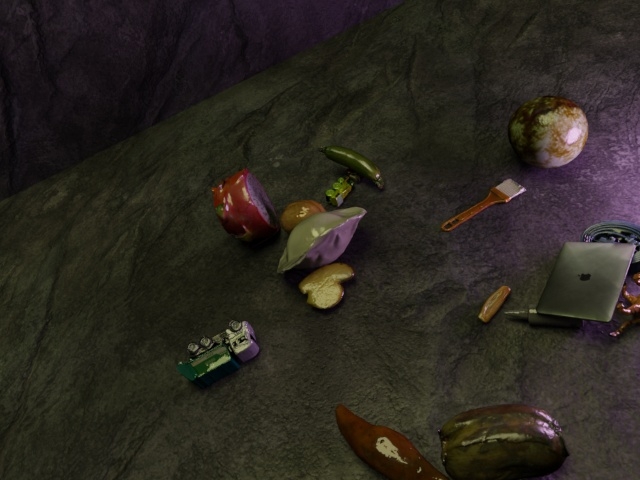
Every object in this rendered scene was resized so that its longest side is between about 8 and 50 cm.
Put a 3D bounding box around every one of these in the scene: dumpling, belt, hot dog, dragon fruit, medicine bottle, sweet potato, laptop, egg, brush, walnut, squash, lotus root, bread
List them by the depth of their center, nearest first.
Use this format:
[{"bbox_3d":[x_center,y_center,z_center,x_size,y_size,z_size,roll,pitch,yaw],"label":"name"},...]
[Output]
[{"bbox_3d":[0.407,0.456,1.234,0.274,0.160,0.152,-10,20,15],"label":"lotus root"},{"bbox_3d":[0.155,0.509,1.335,0.359,0.112,0.112,19,57,35],"label":"sweet potato"},{"bbox_3d":[0.701,0.102,1.454,0.187,0.015,0.269,4,48,44],"label":"laptop"},{"bbox_3d":[0.599,0.200,1.479,0.199,0.058,0.058,-1,47,26],"label":"medicine bottle"},{"bbox_3d":[0.826,0.020,1.534,0.190,0.082,0.141,20,68,44],"label":"belt"},{"bbox_3d":[0.493,0.180,1.569,0.044,0.028,0.137,36,69,17],"label":"hot dog"},{"bbox_3d":[0.033,0.154,1.795,0.187,0.065,0.149,-29,52,-10],"label":"bread"},{"bbox_3d":[0.003,-0.001,1.832,0.340,0.182,0.260,-12,5,-2],"label":"dumpling"},{"bbox_3d":[0.756,-0.371,1.856,0.238,0.238,0.289,-27,34,-2],"label":"egg"},{"bbox_3d":[0.541,-0.113,1.860,0.314,0.017,0.090,-31,39,-6],"label":"brush"},{"bbox_3d":[-0.066,-0.081,2.022,0.180,0.144,0.144,3,48,33],"label":"walnut"},{"bbox_3d":[-0.297,-0.116,2.066,0.189,0.291,0.291,-27,41,7],"label":"dragon fruit"},{"bbox_3d":[0.129,-0.305,2.139,0.318,0.071,0.080,34,97,25],"label":"squash"}]

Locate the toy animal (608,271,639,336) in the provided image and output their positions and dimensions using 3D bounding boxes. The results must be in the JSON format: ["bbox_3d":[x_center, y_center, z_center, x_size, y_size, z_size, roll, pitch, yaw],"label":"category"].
[{"bbox_3d":[0.820,0.166,1.397,0.255,0.114,0.116,-40,83,-5],"label":"toy animal"}]

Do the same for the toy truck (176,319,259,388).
[{"bbox_3d":[-0.318,0.357,1.714,0.253,0.114,0.124,-27,55,-3],"label":"toy truck"}]

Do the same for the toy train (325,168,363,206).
[{"bbox_3d":[0.110,-0.233,2.159,0.085,0.053,0.250,23,58,30],"label":"toy train"}]
